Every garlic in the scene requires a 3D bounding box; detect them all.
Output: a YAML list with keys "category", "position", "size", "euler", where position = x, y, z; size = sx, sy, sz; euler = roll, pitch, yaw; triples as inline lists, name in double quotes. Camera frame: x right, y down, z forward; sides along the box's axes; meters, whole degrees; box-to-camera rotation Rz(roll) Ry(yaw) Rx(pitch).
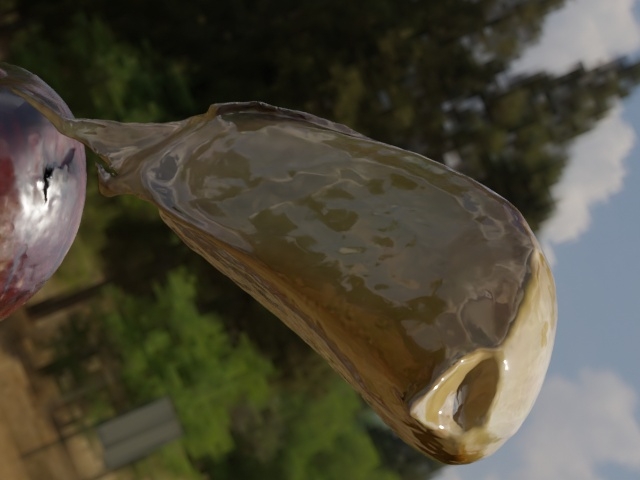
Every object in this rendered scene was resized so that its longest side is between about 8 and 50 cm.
- category: "garlic"
  position: [-0.001, -0.005, 1.132]
  size: [0.338, 0.151, 0.196]
  euler: [38, 14, 27]

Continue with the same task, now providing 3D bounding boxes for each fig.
- category: "fig"
  position: [-0.254, -0.002, 1.378]
  size: [0.204, 0.186, 0.249]
  euler: [-26, 116, -66]
